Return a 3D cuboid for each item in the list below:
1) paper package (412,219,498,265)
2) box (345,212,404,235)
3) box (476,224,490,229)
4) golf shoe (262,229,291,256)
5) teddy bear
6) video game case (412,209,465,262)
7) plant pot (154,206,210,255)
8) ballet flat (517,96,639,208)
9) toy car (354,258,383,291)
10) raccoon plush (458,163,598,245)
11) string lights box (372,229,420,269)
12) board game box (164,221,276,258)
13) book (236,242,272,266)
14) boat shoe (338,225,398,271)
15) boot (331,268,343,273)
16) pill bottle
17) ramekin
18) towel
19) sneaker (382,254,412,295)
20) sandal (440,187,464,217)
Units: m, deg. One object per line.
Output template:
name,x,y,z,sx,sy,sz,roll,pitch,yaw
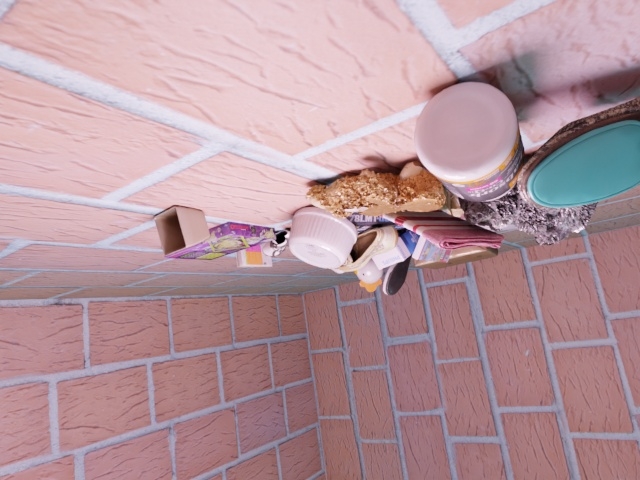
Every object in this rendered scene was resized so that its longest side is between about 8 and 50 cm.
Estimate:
paper package,0.557,0.006,1.846,0.309,0.168,0.324,-16,166,28
box,0.135,-0.047,1.511,0.295,0.074,0.293,-3,166,-27
box,0.621,-0.105,1.447,0.180,0.119,0.182,-6,169,-14
golf shoe,-0.153,0.001,1.584,0.198,0.077,0.093,-22,149,37
teddy bear,0.129,-0.125,1.085,0.337,0.113,0.245,-8,166,42
video game case,0.427,-0.023,1.565,0.025,0.204,0.285,27,-169,35
plant pot,-0.360,-0.030,1.180,0.109,0.109,0.096,-17,178,40
ballet flat,0.583,-0.197,0.802,0.482,0.164,0.182,-22,-153,15
toy car,0.175,0.093,1.817,0.210,0.238,0.219,-4,168,-22
raccoon plush,0.536,-0.174,1.067,0.299,0.216,0.446,11,135,-25
string lights box,0.306,0.000,1.570,0.259,0.077,0.133,-33,-178,-37
board game box,-0.347,0.009,1.520,0.346,0.056,0.208,-16,171,35
book,-0.249,0.052,1.673,0.144,0.096,0.035,4,163,-45
boat shoe,0.127,0.023,1.457,0.089,0.105,0.285,7,151,-37
boot,-0.004,0.020,1.768,0.244,0.088,0.176,19,145,42
pill bottle,0.283,-0.160,0.809,0.162,0.162,0.278,-14,168,27
ramekin,0.000,0.000,1.337,0.207,0.109,0.207,17,156,8
towel,0.286,-0.049,1.189,0.236,0.037,0.329,0,-160,-32
sneaker,0.280,0.099,1.928,0.178,0.296,0.124,-2,143,43
sandal,0.425,-0.111,1.356,0.079,0.088,0.240,-8,166,32
